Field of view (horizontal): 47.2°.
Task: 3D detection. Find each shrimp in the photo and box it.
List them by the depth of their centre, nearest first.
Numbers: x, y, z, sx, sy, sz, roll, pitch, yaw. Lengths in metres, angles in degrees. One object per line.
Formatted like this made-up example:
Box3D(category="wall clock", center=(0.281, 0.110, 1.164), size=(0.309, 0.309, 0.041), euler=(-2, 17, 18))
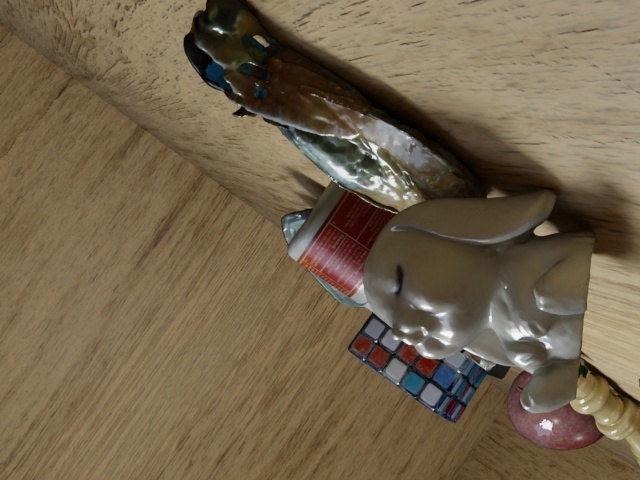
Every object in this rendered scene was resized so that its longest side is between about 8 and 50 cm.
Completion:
Box3D(category="shrimp", center=(0.027, -0.139, 0.915), size=(0.445, 0.110, 0.221), euler=(32, 170, -16))

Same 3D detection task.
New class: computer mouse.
Box3D(category="computer mouse", center=(0.045, 0.024, 1.798), size=(0.203, 0.114, 0.374), euler=(-7, 136, 31))

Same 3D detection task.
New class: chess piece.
Box3D(category="chess piece", center=(0.679, 0.400, 1.674), size=(0.397, 0.117, 0.117), euler=(39, 174, -18))

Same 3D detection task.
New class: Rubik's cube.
Box3D(category="Rubik's cube", center=(0.293, 0.275, 1.940), size=(0.293, 0.292, 0.287), euler=(34, 174, 27))

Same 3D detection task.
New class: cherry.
Box3D(category="cherry", center=(0.581, 0.414, 1.818), size=(0.285, 0.213, 0.236), euler=(25, -165, -24))

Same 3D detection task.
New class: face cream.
Box3D(category="face cream", center=(0.073, -0.011, 1.190), size=(0.187, 0.201, 0.201), euler=(34, 175, -1))

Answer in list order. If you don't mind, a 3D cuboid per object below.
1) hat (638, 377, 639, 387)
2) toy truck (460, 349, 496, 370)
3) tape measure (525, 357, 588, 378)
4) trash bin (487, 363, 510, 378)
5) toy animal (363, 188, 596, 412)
Box3D(category="hat", center=(0.530, 0.211, 0.994), size=(0.175, 0.085, 0.147), euler=(33, 174, 30))
Box3D(category="toy truck", center=(0.263, 0.107, 1.213), size=(0.161, 0.177, 0.213), euler=(32, 175, 38))
Box3D(category="tape measure", center=(0.452, 0.228, 1.583), size=(0.178, 0.105, 0.196), euler=(29, 180, -31))
Box3D(category="trash bin", center=(0.485, 0.339, 2.325), size=(0.165, 0.115, 0.225), euler=(38, 170, -24))
Box3D(category="toy animal", center=(0.184, 0.057, 0.877), size=(0.265, 0.206, 0.272), euler=(7, 135, 23))
